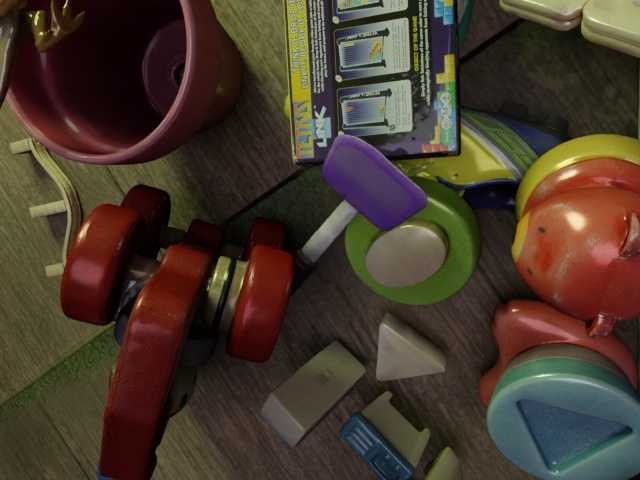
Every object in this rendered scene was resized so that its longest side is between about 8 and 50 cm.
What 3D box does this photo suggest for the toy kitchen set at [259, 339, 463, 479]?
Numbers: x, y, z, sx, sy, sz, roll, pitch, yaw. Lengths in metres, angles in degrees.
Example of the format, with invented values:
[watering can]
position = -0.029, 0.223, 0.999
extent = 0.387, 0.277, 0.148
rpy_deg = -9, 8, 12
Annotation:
[toy kitchen set]
position = 0.025, 0.257, 0.542
extent = 0.207, 0.122, 0.166
rpy_deg = 42, 127, 18

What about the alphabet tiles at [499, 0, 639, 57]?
[alphabet tiles]
position = 0.271, -0.227, 0.338
extent = 0.284, 0.021, 0.278
rpy_deg = -38, 51, -9

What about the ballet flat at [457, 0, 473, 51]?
[ballet flat]
position = 0.109, -0.260, 0.443
extent = 0.083, 0.087, 0.248
rpy_deg = 17, 105, 11

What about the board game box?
[board game box]
position = 0.044, -0.152, 0.409
extent = 0.140, 0.048, 0.171
rpy_deg = 0, 96, 20

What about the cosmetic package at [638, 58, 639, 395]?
[cosmetic package]
position = 0.393, -0.006, 0.382
extent = 0.217, 0.156, 0.385
rpy_deg = -2, 99, 15

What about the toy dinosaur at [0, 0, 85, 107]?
[toy dinosaur]
position = -0.252, -0.170, 0.391
extent = 0.112, 0.064, 0.212
rpy_deg = 2, 92, 33

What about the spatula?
[spatula]
position = 0.000, 0.000, 0.465
extent = 0.084, 0.030, 0.296
rpy_deg = 42, 145, 1

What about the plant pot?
[plant pot]
position = -0.171, -0.178, 0.485
extent = 0.201, 0.180, 0.202
rpy_deg = 3, 102, 15

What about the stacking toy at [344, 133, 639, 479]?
[stacking toy]
position = 0.146, 0.082, 0.422
extent = 0.279, 0.130, 0.309
rpy_deg = 1, 118, 24

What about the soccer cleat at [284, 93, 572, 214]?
[soccer cleat]
position = 0.094, -0.084, 0.470
extent = 0.288, 0.093, 0.121
rpy_deg = 15, 86, 9

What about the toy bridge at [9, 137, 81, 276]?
[toy bridge]
position = -0.351, -0.042, 0.640
extent = 0.063, 0.026, 0.188
rpy_deg = -10, 98, 15

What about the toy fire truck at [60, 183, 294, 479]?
[toy fire truck]
position = -0.143, 0.096, 0.477
extent = 0.169, 0.302, 0.254
rpy_deg = 15, 102, -10
